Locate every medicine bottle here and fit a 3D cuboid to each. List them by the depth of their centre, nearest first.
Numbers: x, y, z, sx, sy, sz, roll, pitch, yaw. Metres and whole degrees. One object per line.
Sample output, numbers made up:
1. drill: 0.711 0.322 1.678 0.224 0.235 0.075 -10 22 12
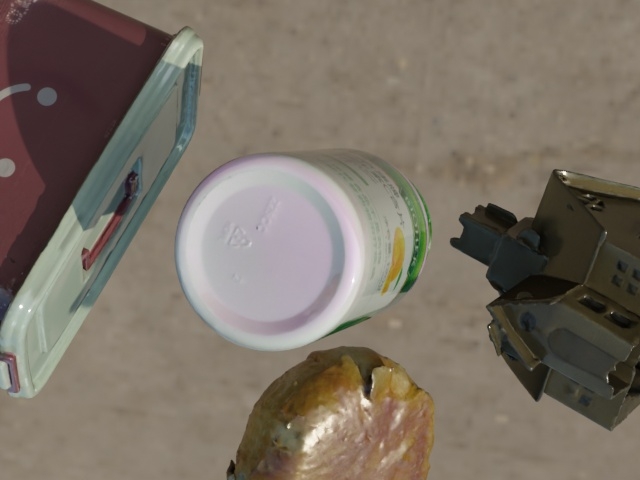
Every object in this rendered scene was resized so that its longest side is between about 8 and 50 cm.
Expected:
1. medicine bottle: 0.000 0.000 1.394 0.133 0.133 0.274 1 -176 14

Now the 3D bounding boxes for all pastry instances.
1. pastry: 0.012 0.217 2.013 0.100 0.229 0.218 32 143 49

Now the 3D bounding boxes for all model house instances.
1. model house: 0.233 0.046 1.968 0.243 0.211 0.204 30 -151 21

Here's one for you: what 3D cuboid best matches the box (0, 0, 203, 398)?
1. box: -0.223 -0.049 1.472 0.167 0.294 0.193 27 158 7
